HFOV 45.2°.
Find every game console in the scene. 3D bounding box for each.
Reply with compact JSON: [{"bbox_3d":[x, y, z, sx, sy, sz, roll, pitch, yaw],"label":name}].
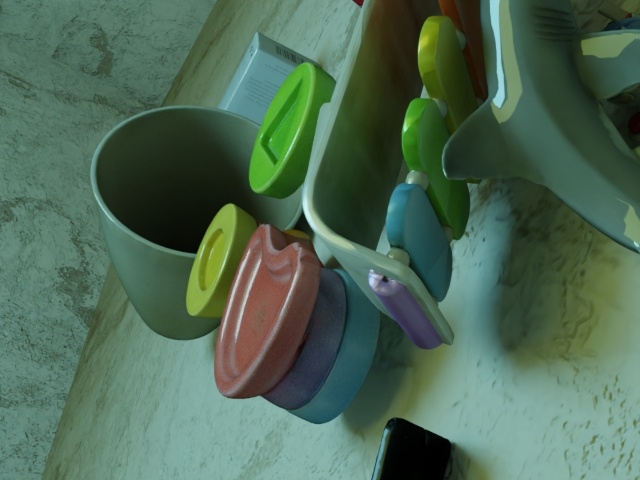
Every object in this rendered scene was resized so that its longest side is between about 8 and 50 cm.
[{"bbox_3d":[0.035,0.181,0.505,0.071,0.107,0.122,1,68,39],"label":"game console"}]

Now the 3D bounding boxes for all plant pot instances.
[{"bbox_3d":[-0.171,0.009,1.025,0.274,0.257,0.256,108,170,-47],"label":"plant pot"}]

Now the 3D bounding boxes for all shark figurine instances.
[{"bbox_3d":[0.130,-0.042,0.404,0.166,0.116,0.278,95,155,-51],"label":"shark figurine"}]

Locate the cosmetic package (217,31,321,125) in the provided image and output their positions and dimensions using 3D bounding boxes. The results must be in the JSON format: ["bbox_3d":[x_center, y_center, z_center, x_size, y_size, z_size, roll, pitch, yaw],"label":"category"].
[{"bbox_3d":[-0.100,-0.185,1.184,0.231,0.117,0.085,-56,22,25],"label":"cosmetic package"}]

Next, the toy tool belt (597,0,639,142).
[{"bbox_3d":[0.181,-0.100,0.455,0.052,0.051,0.083,-32,40,59],"label":"toy tool belt"}]

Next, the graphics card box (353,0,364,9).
[{"bbox_3d":[0.143,-0.435,0.775,0.233,0.094,0.370,0,66,50],"label":"graphics card box"}]

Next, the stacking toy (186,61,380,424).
[{"bbox_3d":[0.000,0.000,0.701,0.279,0.131,0.309,-64,22,11],"label":"stacking toy"}]

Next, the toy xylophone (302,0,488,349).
[{"bbox_3d":[0.085,-0.084,0.538,0.081,0.236,0.322,8,76,26],"label":"toy xylophone"}]
